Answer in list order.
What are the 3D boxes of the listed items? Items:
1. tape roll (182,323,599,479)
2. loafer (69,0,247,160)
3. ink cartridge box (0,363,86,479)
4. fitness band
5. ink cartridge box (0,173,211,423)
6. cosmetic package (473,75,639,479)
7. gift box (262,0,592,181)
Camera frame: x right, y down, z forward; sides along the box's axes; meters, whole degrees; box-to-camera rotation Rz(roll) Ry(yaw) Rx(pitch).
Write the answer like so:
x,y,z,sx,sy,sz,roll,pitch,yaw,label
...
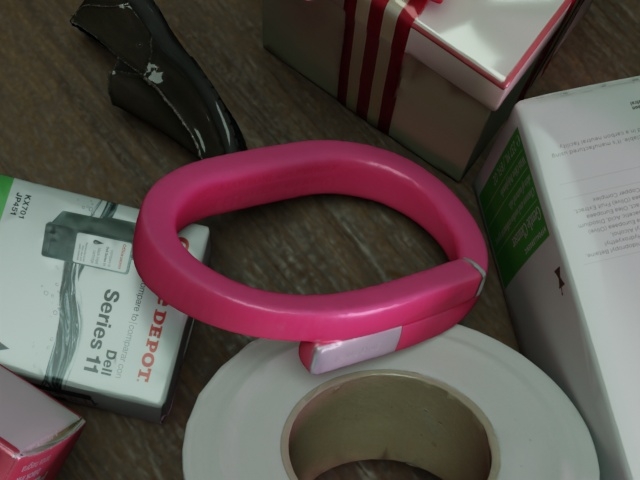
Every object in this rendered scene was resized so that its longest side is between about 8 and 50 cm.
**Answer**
x,y,z,sx,sy,sz,roll,pitch,yaw,label
0.045,0.175,0.849,0.286,0.100,0.286,1,38,-1,tape roll
-0.136,-0.127,1.022,0.078,0.080,0.220,-34,73,-1,loafer
-0.327,0.199,0.839,0.207,0.117,0.283,31,100,6,ink cartridge box
0.000,0.000,0.915,0.291,0.054,0.209,-13,45,-38,fitness band
-0.202,0.043,0.950,0.208,0.087,0.153,14,73,-4,ink cartridge box
0.247,0.081,0.911,0.155,0.197,0.365,-11,73,-6,cosmetic package
0.079,-0.229,0.959,0.276,0.258,0.255,31,75,5,gift box
